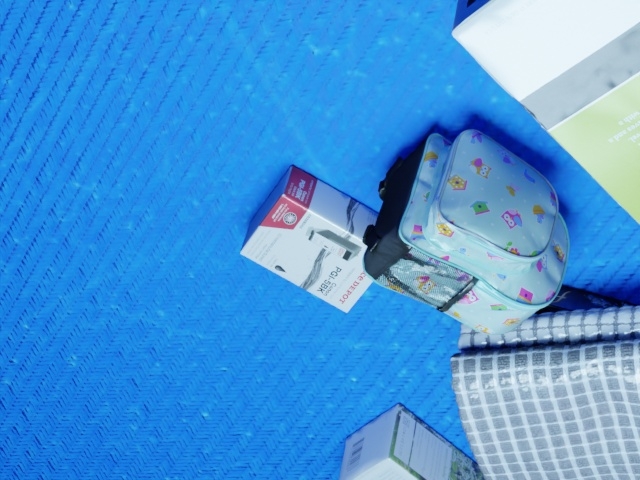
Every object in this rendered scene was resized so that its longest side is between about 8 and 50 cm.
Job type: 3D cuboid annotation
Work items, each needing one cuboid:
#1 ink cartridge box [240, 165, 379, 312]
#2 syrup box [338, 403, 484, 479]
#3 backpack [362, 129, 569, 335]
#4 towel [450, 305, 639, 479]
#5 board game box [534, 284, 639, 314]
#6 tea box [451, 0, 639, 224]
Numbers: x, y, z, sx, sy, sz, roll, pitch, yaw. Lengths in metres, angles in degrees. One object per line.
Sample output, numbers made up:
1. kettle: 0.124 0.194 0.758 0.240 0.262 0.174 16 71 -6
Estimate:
1. ink cartridge box: 0.000 0.000 1.914 0.135 0.056 0.099 29 127 -11
2. syrup box: 0.138 0.303 2.101 0.237 0.093 0.096 39 125 -19
3. backpack: 0.157 -0.004 1.806 0.188 0.166 0.144 35 136 -18
4. towel: 0.279 0.205 1.920 0.235 0.121 0.283 -8 126 19
5. board game box: 0.285 0.132 1.966 0.243 0.042 0.165 14 130 1
6. tea box: 0.303 -0.204 1.511 0.220 0.329 0.323 -33 116 31
